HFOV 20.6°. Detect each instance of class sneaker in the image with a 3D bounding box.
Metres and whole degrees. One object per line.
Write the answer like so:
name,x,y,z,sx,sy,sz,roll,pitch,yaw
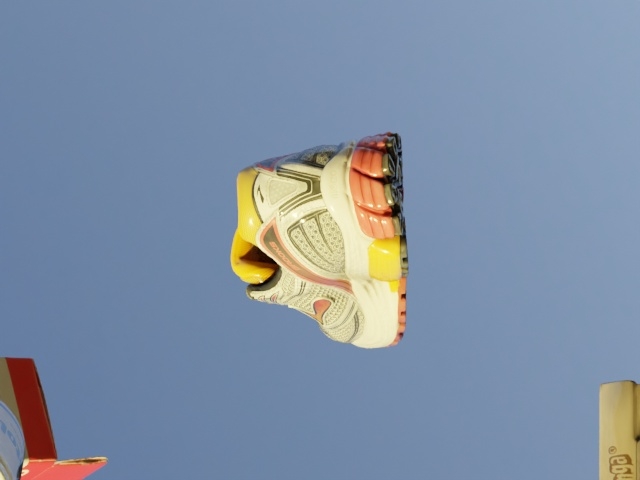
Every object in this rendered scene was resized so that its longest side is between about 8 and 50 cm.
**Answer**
sneaker,0.000,0.000,0.947,0.225,0.092,0.088,80,-173,-69

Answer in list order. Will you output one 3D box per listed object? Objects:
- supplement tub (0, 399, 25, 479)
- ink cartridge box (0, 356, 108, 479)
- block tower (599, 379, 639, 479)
supplement tub,-0.187,0.119,0.895,0.071,0.071,0.107,56,180,-12
ink cartridge box,-0.266,0.132,1.122,0.231,0.134,0.078,8,-122,-48
block tower,0.288,0.092,0.724,0.097,0.335,0.091,47,-140,-50
